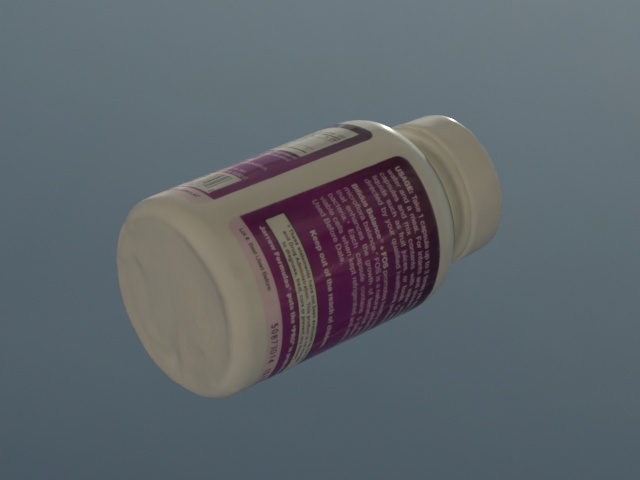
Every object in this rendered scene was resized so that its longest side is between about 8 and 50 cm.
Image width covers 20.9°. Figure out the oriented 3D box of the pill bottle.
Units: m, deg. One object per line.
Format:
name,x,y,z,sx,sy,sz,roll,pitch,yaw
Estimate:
pill bottle,0.000,0.000,1.410,0.301,0.169,0.169,-23,-118,-34
